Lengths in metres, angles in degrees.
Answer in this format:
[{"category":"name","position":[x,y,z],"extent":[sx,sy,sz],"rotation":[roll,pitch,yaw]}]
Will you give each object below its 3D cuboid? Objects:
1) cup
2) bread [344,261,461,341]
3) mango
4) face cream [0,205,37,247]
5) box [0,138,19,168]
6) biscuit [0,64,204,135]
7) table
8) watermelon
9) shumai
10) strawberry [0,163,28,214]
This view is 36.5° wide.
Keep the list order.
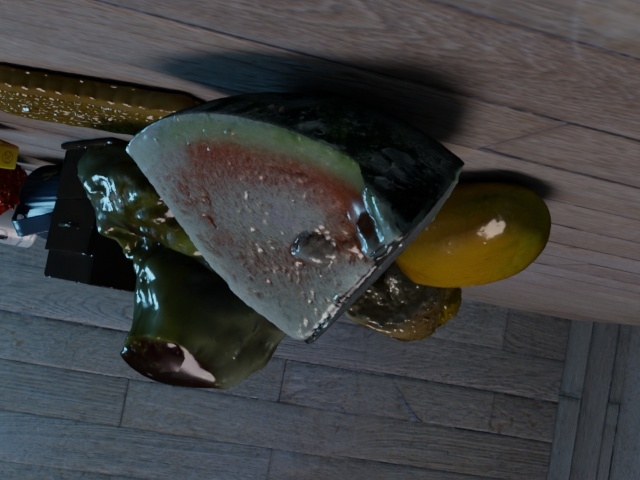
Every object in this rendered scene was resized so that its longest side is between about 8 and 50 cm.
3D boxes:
[{"category":"cup","position":[-0.419,-0.056,1.612],"extent":[0.155,0.131,0.176],"rotation":[-1,-154,40]},{"category":"bread","position":[0.141,0.063,1.552],"extent":[0.176,0.196,0.246],"rotation":[13,176,13]},{"category":"mango","position":[0.172,-0.011,1.148],"extent":[0.176,0.119,0.317],"rotation":[14,166,-13]},{"category":"face cream","position":[-0.758,-0.086,1.960],"extent":[0.369,0.145,0.145],"rotation":[11,175,-30]},{"category":"box","position":[-0.550,-0.143,1.268],"extent":[0.152,0.044,0.269],"rotation":[19,-173,34]},{"category":"biscuit","position":[-0.230,-0.135,0.988],"extent":[0.254,0.029,0.172],"rotation":[9,175,5]},{"category":"table","position":[-0.274,-0.027,1.354],"extent":[0.172,0.193,0.169],"rotation":[13,175,-36]},{"category":"watermelon","position":[-0.029,-0.020,0.811],"extent":[0.289,0.214,0.320],"rotation":[13,-171,-3]},{"category":"shumai","position":[-0.108,0.032,1.073],"extent":[0.309,0.264,0.304],"rotation":[14,-171,37]},{"category":"strawberry","position":[-0.545,-0.102,1.662],"extent":[0.082,0.121,0.188],"rotation":[-3,-172,10]}]
